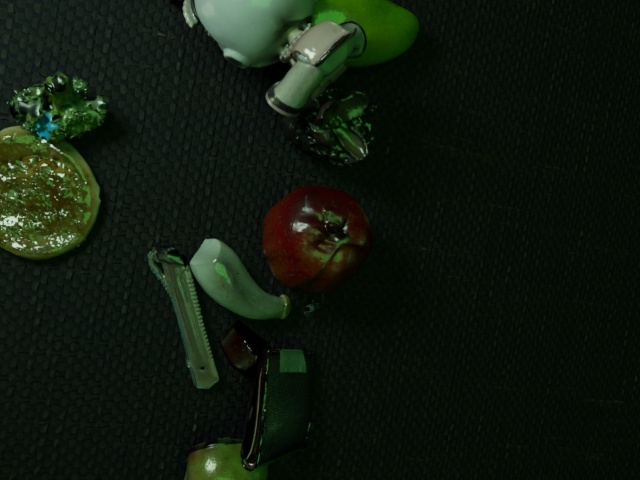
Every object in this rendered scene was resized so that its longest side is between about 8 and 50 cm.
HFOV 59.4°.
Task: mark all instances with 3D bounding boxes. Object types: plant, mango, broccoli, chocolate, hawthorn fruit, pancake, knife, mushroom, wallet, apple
[{"bbox_3d":[0.030,-0.267,1.271,0.204,0.234,0.178,38,79,-36],"label":"plant"},{"bbox_3d":[0.077,-0.502,1.314,0.343,0.156,0.192,-6,107,-22],"label":"mango"},{"bbox_3d":[-0.522,-0.275,1.121,0.167,0.160,0.154,30,68,-6],"label":"broccoli"},{"bbox_3d":[-0.171,0.276,1.321,0.080,0.125,0.149,-43,111,6],"label":"chocolate"},{"bbox_3d":[0.000,0.000,1.253,0.254,0.300,0.254,-1,92,-18],"label":"hawthorn fruit"},{"bbox_3d":[-0.599,-0.098,1.171,0.282,0.049,0.282,-3,98,-21],"label":"pancake"},{"bbox_3d":[-0.310,0.178,1.300,0.089,0.043,0.365,-11,103,16],"label":"knife"},{"bbox_3d":[-0.184,0.115,1.308,0.270,0.103,0.118,44,65,-23],"label":"mushroom"},{"bbox_3d":[-0.094,0.384,1.311,0.221,0.071,0.262,20,78,-59],"label":"wallet"},{"bbox_3d":[-0.220,0.550,1.301,0.188,0.174,0.207,10,107,-17],"label":"apple"}]

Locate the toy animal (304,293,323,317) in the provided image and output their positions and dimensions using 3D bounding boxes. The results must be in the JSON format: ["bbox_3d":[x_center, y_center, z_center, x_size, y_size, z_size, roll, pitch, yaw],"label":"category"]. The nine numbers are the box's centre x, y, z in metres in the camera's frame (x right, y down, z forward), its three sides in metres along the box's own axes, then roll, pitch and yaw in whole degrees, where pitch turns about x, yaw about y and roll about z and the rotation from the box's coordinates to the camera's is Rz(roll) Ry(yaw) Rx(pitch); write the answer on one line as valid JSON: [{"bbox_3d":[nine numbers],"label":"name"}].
[{"bbox_3d":[-0.022,0.170,1.401,0.028,0.050,0.084,43,45,6],"label":"toy animal"}]

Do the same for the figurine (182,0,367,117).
[{"bbox_3d":[-0.085,-0.455,1.126,0.361,0.211,0.253,43,66,10],"label":"figurine"}]
